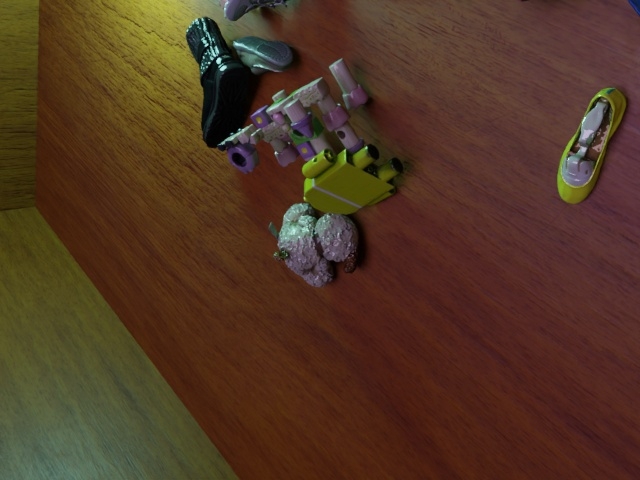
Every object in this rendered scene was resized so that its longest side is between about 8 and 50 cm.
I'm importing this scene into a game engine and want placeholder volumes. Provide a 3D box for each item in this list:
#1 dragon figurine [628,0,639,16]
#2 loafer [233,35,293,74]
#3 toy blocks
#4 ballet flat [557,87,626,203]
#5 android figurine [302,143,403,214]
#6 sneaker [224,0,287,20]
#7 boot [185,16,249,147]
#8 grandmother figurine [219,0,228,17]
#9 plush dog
[{"bbox_3d":[0.562,-0.410,0.850,0.289,0.085,0.144,56,132,15],"label":"dragon figurine"},{"bbox_3d":[-0.162,-0.537,1.515,0.251,0.094,0.087,37,150,41],"label":"loafer"},{"bbox_3d":[-0.030,-0.251,1.329,0.288,0.309,0.260,-12,121,42],"label":"toy blocks"},{"bbox_3d":[0.504,-0.175,0.979,0.077,0.077,0.231,31,122,33],"label":"ballet flat"},{"bbox_3d":[0.069,-0.145,1.299,0.273,0.248,0.056,-31,50,44],"label":"android figurine"},{"bbox_3d":[-0.140,-0.671,1.385,0.281,0.105,0.115,-27,109,25],"label":"sneaker"},{"bbox_3d":[-0.345,-0.501,1.655,0.260,0.131,0.348,55,140,25],"label":"boot"},{"bbox_3d":[-0.298,-0.818,1.446,0.342,0.207,0.104,68,171,-20],"label":"grandmother figurine"},{"bbox_3d":[0.000,0.000,1.455,0.225,0.210,0.263,-20,87,22],"label":"plush dog"}]
